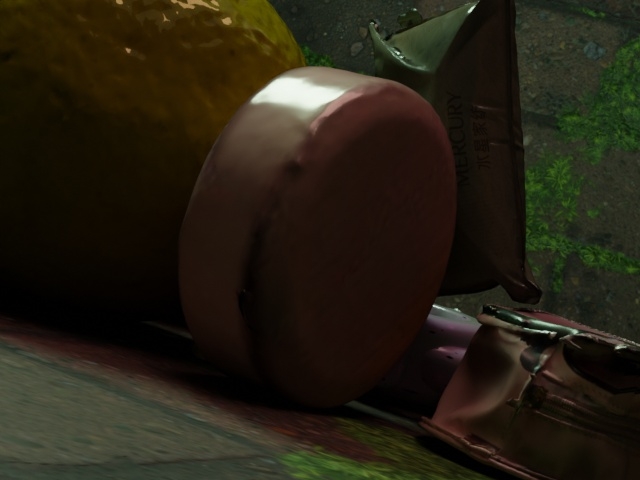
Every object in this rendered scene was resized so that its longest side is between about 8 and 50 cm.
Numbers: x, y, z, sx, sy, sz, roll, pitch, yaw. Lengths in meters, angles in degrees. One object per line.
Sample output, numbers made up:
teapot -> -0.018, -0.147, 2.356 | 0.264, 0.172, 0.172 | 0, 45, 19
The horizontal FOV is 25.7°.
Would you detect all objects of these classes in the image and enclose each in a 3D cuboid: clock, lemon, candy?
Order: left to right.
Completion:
lemon -> -0.165, -0.092, 1.112 | 0.336, 0.336, 0.336 | 18, 0, 0
candy -> 0.000, 0.000, 1.004 | 0.094, 0.255, 0.255 | 18, 1, 35
clock -> 0.051, 0.092, 1.283 | 0.227, 0.090, 0.248 | 17, 2, 37

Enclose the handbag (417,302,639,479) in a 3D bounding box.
handbag -> 0.181, 0.119, 1.026 | 0.179, 0.116, 0.205 | 19, 0, 40

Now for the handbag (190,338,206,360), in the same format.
handbag -> -0.072, 0.084, 1.123 | 0.061, 0.027, 0.083 | 17, 0, -8

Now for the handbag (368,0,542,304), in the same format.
handbag -> 0.101, -0.072, 1.156 | 0.117, 0.270, 0.182 | 3, -10, -44
